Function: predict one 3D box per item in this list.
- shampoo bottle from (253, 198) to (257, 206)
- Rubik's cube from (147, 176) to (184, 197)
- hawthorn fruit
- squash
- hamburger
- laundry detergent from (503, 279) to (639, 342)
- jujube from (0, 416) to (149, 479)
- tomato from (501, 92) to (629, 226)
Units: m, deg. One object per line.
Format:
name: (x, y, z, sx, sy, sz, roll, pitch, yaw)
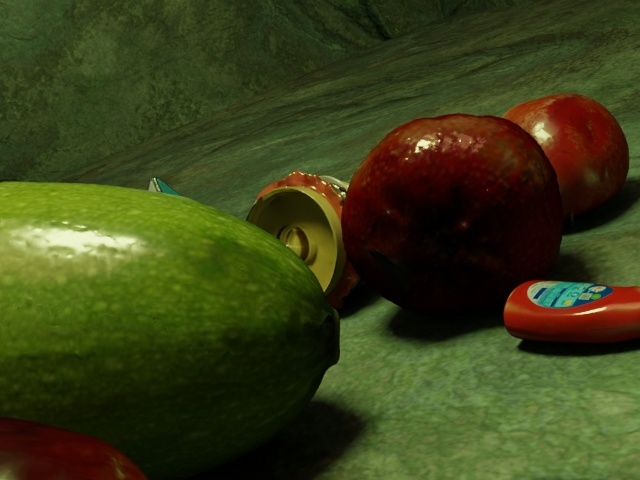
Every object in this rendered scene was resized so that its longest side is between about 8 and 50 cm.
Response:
shampoo bottle: (-0.023, -0.054, 1.619, 0.108, 0.051, 0.221, -22, 16, -20)
Rubik's cube: (-0.191, 0.069, 1.424, 0.190, 0.211, 0.178, -48, 36, 10)
hawthorn fruit: (0.147, -0.030, 1.105, 0.230, 0.210, 0.266, -27, -1, 19)
squash: (-0.147, 0.092, 0.898, 0.309, 0.310, 0.310, -2, 21, 21)
hamburger: (0.001, -0.003, 1.241, 0.175, 0.175, 0.137, -6, 8, 37)
laundry detergent: (0.254, 0.064, 0.931, 0.165, 0.049, 0.097, 1, 21, 43)
jujube: (-0.220, 0.212, 0.666, 0.223, 0.223, 0.318, -30, 19, -34)
tomato: (0.275, -0.097, 1.257, 0.187, 0.151, 0.187, -22, 18, 7)
